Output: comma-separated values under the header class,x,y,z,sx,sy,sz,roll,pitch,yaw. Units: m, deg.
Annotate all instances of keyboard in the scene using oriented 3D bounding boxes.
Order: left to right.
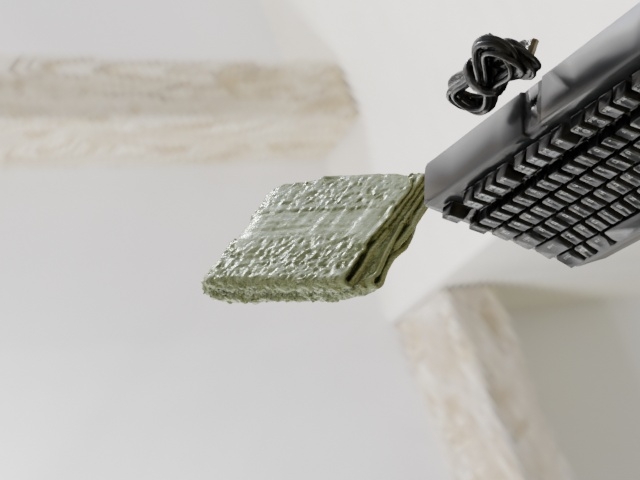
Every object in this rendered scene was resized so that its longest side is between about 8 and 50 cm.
class,x,y,z,sx,sy,sz,roll,pitch,yaw
keyboard,0.089,-0.034,0.630,0.108,0.180,0.023,26,-114,-12

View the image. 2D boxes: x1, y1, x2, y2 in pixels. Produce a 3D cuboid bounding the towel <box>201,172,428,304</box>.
class,x,y,z,sx,sy,sz,roll,pitch,yaw
towel,0.000,0.000,1.168,0.110,0.148,0.027,-53,-56,-35
